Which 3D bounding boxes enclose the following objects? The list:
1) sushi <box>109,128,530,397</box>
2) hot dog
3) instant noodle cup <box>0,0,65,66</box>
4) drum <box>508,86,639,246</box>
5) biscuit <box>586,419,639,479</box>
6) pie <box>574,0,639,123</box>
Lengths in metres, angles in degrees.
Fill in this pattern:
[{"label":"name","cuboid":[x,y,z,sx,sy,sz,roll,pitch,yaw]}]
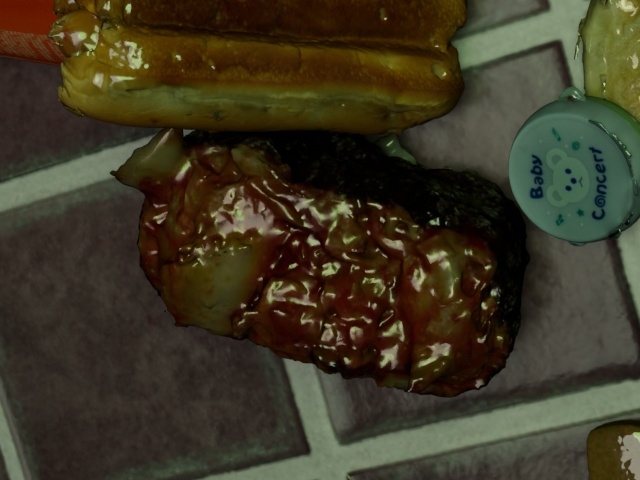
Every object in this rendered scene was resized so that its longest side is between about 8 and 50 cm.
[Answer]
[{"label":"sushi","cuboid":[0.000,0.000,1.225,0.343,0.182,0.196,17,96,11]},{"label":"hot dog","cuboid":[-0.046,-0.160,1.171,0.117,0.349,0.158,-5,87,61]},{"label":"instant noodle cup","cuboid":[-0.232,-0.223,1.270,0.212,0.193,0.193,5,100,24]},{"label":"drum","cuboid":[0.261,-0.030,1.169,0.253,0.049,0.130,24,124,26]},{"label":"biscuit","cuboid":[0.302,0.301,1.246,0.278,0.043,0.301,29,106,11]},{"label":"pie","cuboid":[0.324,-0.137,1.153,0.274,0.055,0.274,8,109,26]}]
